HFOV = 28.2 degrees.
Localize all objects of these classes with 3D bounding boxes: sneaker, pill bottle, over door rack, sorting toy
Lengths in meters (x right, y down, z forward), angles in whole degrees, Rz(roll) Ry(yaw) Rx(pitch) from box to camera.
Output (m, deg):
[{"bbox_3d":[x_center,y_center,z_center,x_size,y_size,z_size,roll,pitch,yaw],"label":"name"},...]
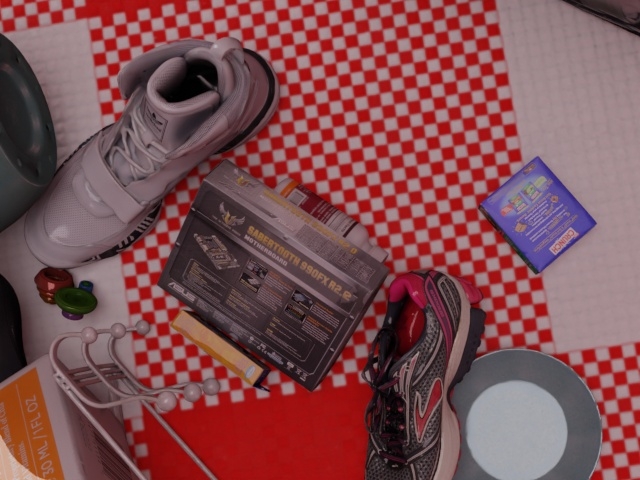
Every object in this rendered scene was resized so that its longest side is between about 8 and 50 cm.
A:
[{"bbox_3d":[-0.212,-0.107,1.465,0.366,0.210,0.137,-38,83,1],"label":"sneaker"},{"bbox_3d":[0.000,0.000,1.501,0.152,0.086,0.086,34,89,7],"label":"pill bottle"},{"bbox_3d":[0.092,0.178,1.446,0.121,0.112,0.299,7,85,43],"label":"sneaker"},{"bbox_3d":[-0.157,0.230,1.420,0.108,0.239,0.324,-32,84,5],"label":"over door rack"},{"bbox_3d":[-0.305,0.072,1.536,0.102,0.061,0.042,41,123,40],"label":"sorting toy"}]

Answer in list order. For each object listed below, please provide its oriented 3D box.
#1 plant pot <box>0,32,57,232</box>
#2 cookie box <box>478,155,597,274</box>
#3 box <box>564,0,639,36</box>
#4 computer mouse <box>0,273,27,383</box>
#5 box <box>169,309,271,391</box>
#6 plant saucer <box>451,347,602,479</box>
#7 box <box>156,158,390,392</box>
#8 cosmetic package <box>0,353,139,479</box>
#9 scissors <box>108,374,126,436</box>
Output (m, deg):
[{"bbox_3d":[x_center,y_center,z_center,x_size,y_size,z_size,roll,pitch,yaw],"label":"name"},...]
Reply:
[{"bbox_3d":[-0.441,-0.115,1.429,0.235,0.293,0.293,-17,84,12],"label":"plant pot"},{"bbox_3d":[0.255,-0.029,1.504,0.092,0.040,0.107,-40,83,0],"label":"cookie box"},{"bbox_3d":[0.285,-0.449,1.317,0.471,0.480,0.297,25,90,7],"label":"box"},{"bbox_3d":[-0.384,0.151,1.459,0.188,0.072,0.272,-12,117,0],"label":"computer mouse"},{"bbox_3d":[-0.110,0.131,1.502,0.136,0.081,0.028,34,88,6],"label":"box"},{"bbox_3d":[0.229,0.223,1.488,0.195,0.037,0.195,0,86,4],"label":"plant saucer"},{"bbox_3d":[-0.059,0.042,1.467,0.231,0.056,0.183,33,128,7],"label":"box"},{"bbox_3d":[-0.419,0.351,1.385,0.453,0.161,0.230,-34,40,1],"label":"cosmetic package"},{"bbox_3d":[-0.242,0.313,1.528,0.109,0.021,0.297,-23,85,4],"label":"scissors"}]
